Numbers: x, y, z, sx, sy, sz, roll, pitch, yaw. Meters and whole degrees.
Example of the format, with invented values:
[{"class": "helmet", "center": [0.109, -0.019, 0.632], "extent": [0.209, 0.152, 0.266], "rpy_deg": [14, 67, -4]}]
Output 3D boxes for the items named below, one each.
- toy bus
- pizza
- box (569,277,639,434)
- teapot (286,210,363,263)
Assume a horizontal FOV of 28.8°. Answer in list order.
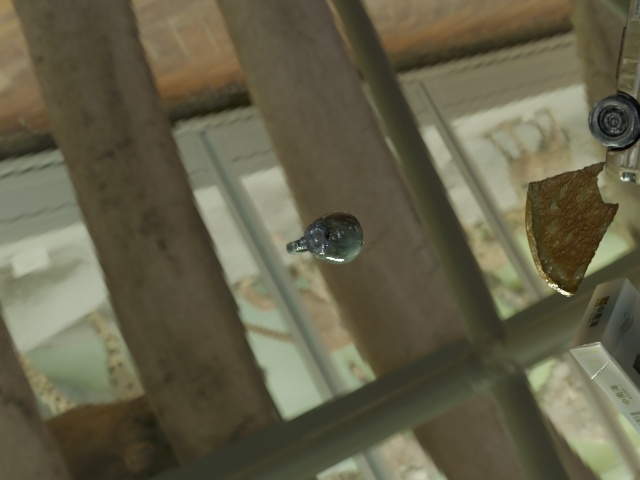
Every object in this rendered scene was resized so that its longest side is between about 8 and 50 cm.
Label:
[{"class": "toy bus", "center": [0.356, -0.191, 1.155], "extent": [0.157, 0.290, 0.139], "rpy_deg": [15, -162, 27]}, {"class": "pizza", "center": [0.403, -0.043, 2.006], "extent": [0.034, 0.181, 0.262], "rpy_deg": [-12, -152, 48]}, {"class": "box", "center": [0.511, 0.198, 1.993], "extent": [0.067, 0.243, 0.155], "rpy_deg": [-23, -155, 45]}, {"class": "teapot", "center": [0.003, -0.010, 2.582], "extent": [0.149, 0.111, 0.108], "rpy_deg": [16, -170, 35]}]
